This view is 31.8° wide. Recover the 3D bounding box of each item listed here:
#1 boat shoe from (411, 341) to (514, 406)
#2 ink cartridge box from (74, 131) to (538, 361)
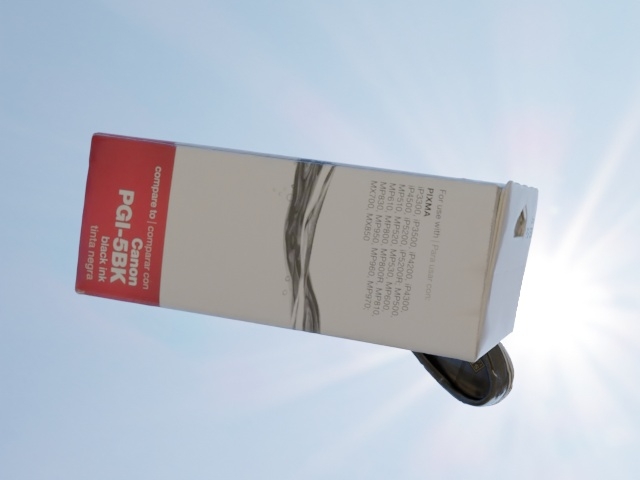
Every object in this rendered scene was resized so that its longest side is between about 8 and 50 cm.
[{"bbox_3d":[0.084,0.054,0.990,0.080,0.228,0.076,-36,-8,16],"label":"boat shoe"},{"bbox_3d":[0.000,0.000,0.388,0.099,0.135,0.056,-2,-80,-73],"label":"ink cartridge box"}]
